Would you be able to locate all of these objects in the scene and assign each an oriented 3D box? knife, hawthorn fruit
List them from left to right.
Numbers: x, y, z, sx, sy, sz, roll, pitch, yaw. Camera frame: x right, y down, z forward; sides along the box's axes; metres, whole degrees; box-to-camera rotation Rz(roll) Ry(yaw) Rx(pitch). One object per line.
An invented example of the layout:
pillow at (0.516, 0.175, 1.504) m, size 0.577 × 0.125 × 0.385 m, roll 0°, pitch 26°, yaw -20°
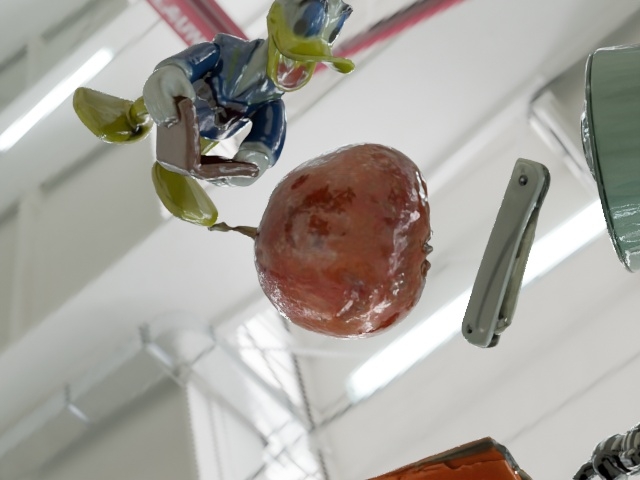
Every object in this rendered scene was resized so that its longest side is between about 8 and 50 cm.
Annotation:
hawthorn fruit at (0.000, 0.000, 1.500) m, size 0.272 × 0.242 × 0.242 m, roll 0°, pitch -142°, yaw 2°
knife at (0.255, 0.021, 1.703) m, size 0.073 × 0.041 × 0.265 m, roll 24°, pitch -80°, yaw 51°

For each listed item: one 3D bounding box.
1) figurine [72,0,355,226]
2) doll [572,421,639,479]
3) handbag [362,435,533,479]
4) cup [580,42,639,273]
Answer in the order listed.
figurine at (-0.091, -0.167, 1.224) m, size 0.338 × 0.204 × 0.283 m, roll -45°, pitch -169°, yaw 21°
doll at (0.430, 0.292, 1.730) m, size 0.091 × 0.067 × 0.219 m, roll -38°, pitch 176°, yaw -29°
handbag at (0.233, 0.456, 1.687) m, size 0.303 × 0.410 × 0.116 m, roll -27°, pitch -154°, yaw 33°
cup at (0.564, -0.170, 1.702) m, size 0.392 × 0.310 × 0.401 m, roll -9°, pitch -127°, yaw 22°
